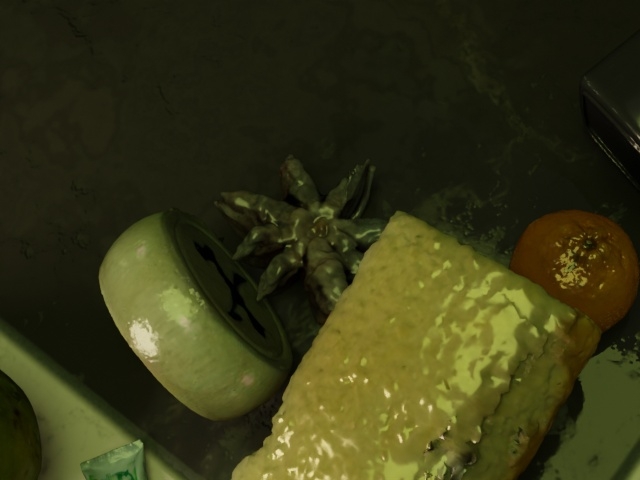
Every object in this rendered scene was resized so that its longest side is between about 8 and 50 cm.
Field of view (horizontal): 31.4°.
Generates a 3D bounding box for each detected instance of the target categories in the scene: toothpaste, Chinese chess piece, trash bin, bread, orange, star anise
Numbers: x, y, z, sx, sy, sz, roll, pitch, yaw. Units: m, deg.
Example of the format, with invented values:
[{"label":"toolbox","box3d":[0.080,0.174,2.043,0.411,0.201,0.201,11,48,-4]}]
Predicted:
[{"label":"toothpaste","box3d":[-0.186,0.356,1.181,0.075,0.048,0.296,-21,64,5]},{"label":"Chinese chess piece","box3d":[-0.126,0.072,1.171,0.092,0.238,0.237,-38,68,11]},{"label":"trash bin","box3d":[0.435,-0.173,1.193,0.290,0.182,0.209,-36,69,2]},{"label":"bread","box3d":[0.083,0.186,1.093,0.236,0.165,0.375,34,93,28]},{"label":"orange","box3d":[0.261,0.031,1.179,0.136,0.117,0.135,-8,63,16]},{"label":"star anise","box3d":[0.000,0.000,1.236,0.229,0.093,0.236,-2,51,-3]}]

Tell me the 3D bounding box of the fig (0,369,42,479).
[{"label":"fig","box3d":[-0.412,0.185,1.189,0.233,0.233,0.314,-16,64,4]}]
